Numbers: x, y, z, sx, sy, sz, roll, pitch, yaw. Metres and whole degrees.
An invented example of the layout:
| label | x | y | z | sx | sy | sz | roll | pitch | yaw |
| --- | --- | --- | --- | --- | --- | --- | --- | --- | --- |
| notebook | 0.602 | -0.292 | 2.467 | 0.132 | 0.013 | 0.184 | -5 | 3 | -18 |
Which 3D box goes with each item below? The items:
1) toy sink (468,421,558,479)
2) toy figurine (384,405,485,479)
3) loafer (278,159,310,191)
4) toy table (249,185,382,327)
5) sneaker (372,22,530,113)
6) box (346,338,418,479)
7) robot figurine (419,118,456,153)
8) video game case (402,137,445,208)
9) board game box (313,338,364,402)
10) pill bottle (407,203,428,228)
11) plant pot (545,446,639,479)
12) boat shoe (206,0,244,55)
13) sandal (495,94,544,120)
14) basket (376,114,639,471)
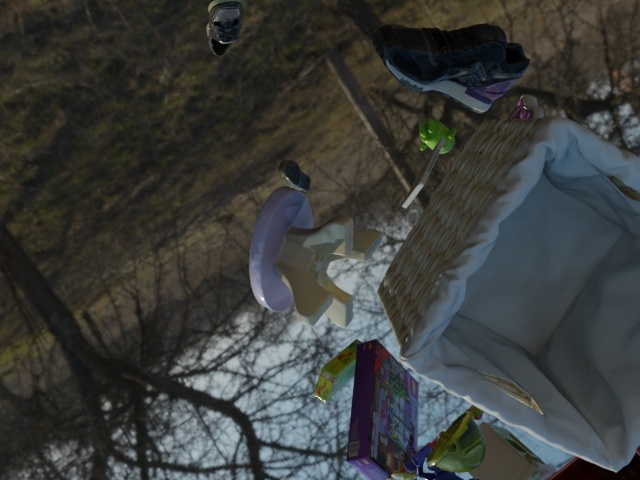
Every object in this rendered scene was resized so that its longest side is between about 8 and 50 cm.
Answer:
| label | x | y | z | sx | sy | sz | roll | pitch | yaw |
| --- | --- | --- | --- | --- | --- | --- | --- | --- | --- |
| toy sink | 0.471 | 0.562 | 1.593 | 0.153 | 0.234 | 0.131 | 29 | 98 | -44 |
| toy figurine | 0.255 | 0.408 | 1.079 | 0.191 | 0.217 | 0.362 | -29 | 159 | -31 |
| loafer | -0.073 | -0.159 | 1.663 | 0.050 | 0.056 | 0.148 | 4 | 164 | 24 |
| toy table | -0.014 | 0.041 | 1.215 | 0.252 | 0.161 | 0.274 | -54 | 152 | -29 |
| sneaker | 0.202 | -0.287 | 0.988 | 0.283 | 0.107 | 0.124 | 4 | 148 | -42 |
| box | 0.145 | 0.394 | 1.469 | 0.057 | 0.201 | 0.293 | -22 | -142 | 28 |
| robot figurine | 0.305 | -0.271 | 1.735 | 0.101 | 0.067 | 0.115 | -22 | 144 | 35 |
| video game case | 0.193 | -0.126 | 1.239 | 0.122 | 0.011 | 0.087 | -60 | -179 | -31 |
| board game box | 0.056 | 0.341 | 1.755 | 0.181 | 0.043 | 0.092 | -28 | 142 | -54 |
| pill bottle | 0.291 | -0.054 | 1.718 | 0.120 | 0.067 | 0.067 | 7 | 163 | -25 |
| plant pot | 0.677 | 0.485 | 1.357 | 0.235 | 0.267 | 0.267 | -26 | 152 | -38 |
| boat shoe | -0.141 | -0.320 | 0.996 | 0.056 | 0.049 | 0.152 | -8 | 179 | -12 |
| sandal | 0.487 | -0.274 | 1.680 | 0.416 | 0.102 | 0.169 | -53 | 155 | -66 |
| basket | 0.291 | 0.045 | 0.859 | 0.331 | 0.328 | 0.266 | -60 | -167 | 10 |
